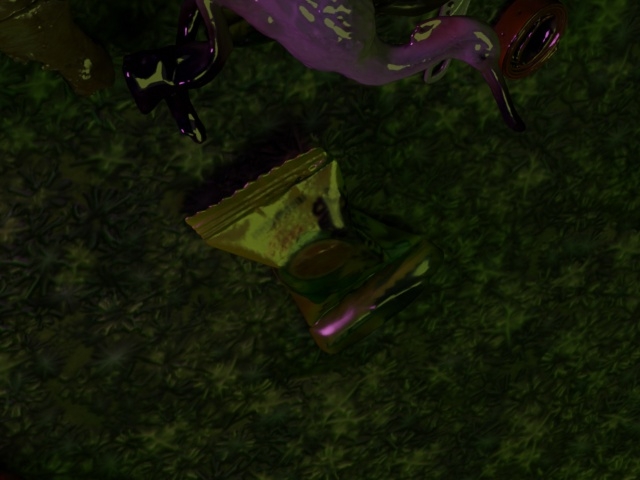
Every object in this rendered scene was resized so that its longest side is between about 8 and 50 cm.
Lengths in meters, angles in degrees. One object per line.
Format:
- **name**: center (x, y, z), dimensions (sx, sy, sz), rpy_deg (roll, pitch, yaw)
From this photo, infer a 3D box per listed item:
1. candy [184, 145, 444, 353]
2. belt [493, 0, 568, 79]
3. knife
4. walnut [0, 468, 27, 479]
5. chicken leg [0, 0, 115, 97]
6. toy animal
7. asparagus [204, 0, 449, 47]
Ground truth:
- **candy**: center (0.000, 0.000, 1.813), dimensions (0.149, 0.069, 0.246), rpy_deg (-38, 140, 9)
- **belt**: center (0.187, -0.187, 1.794), dimensions (0.059, 0.036, 0.083), rpy_deg (14, 118, -45)
- **knife**: center (0.124, -0.226, 1.739), dimensions (0.030, 0.014, 0.207), rpy_deg (-5, 128, -29)
- **walnut**: center (-0.320, 0.284, 1.841), dimensions (0.167, 0.087, 0.211), rpy_deg (4, 121, -25)
- **chicken leg**: center (-0.219, -0.167, 1.551), dimensions (0.085, 0.069, 0.198), rpy_deg (-40, 142, 6)
- **toy animal**: center (0.004, -0.173, 1.571), dimensions (0.324, 0.090, 0.195), rpy_deg (-3, 122, -4)
- **asparagus**: center (0.045, -0.215, 1.657), dimensions (0.287, 0.080, 0.080), rpy_deg (-16, 132, -19)
